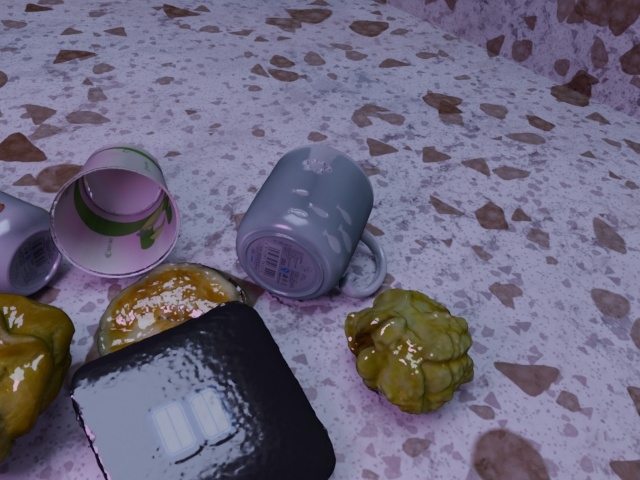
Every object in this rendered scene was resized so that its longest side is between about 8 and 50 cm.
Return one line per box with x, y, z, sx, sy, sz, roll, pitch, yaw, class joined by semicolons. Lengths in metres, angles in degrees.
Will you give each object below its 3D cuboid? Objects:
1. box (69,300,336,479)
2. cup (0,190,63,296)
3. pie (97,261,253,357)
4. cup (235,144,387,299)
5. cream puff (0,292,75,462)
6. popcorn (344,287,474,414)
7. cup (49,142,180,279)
-0.189;0.300;0.898;0.350;0.091;0.359;-22;67;-30;box
-0.711;-0.013;1.129;0.317;0.212;0.212;20;44;12;cup
-0.272;0.183;1.078;0.339;0.077;0.339;5;49;-5;pie
0.000;0.000;1.218;0.357;0.259;0.274;39;44;-12;cup
-0.546;0.191;0.846;0.270;0.274;0.323;44;30;-24;cream puff
0.176;0.207;1.038;0.255;0.195;0.256;12;42;-10;popcorn
-0.447;-0.088;1.211;0.253;0.253;0.274;-6;29;-14;cup
